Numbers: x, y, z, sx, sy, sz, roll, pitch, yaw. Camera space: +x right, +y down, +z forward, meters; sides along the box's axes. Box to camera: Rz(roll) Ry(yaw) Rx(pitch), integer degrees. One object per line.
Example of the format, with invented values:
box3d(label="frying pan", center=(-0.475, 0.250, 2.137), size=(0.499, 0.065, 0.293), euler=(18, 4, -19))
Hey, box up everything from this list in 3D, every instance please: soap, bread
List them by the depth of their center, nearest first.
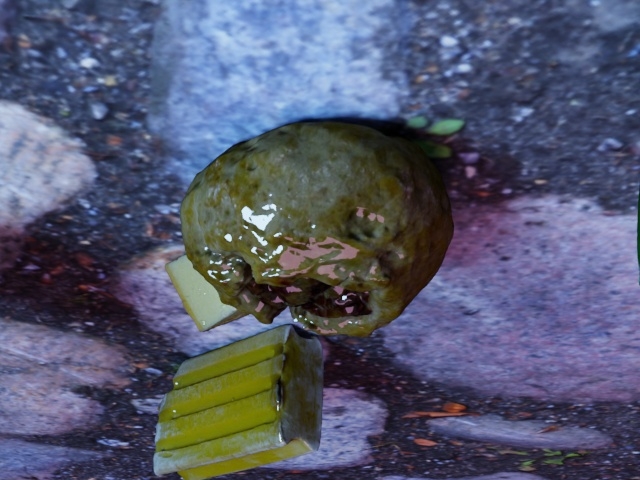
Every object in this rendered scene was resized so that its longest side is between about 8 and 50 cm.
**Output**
box3d(label="bread", center=(0.000, 0.000, 0.875), size=(0.230, 0.123, 0.230), euler=(0, 153, 0))
box3d(label="bread", center=(-0.080, 0.033, 1.058), size=(0.109, 0.080, 0.084), euler=(-21, 173, -42))
box3d(label="soap", center=(-0.101, 0.197, 1.242), size=(0.073, 0.140, 0.232), euler=(27, 144, -38))

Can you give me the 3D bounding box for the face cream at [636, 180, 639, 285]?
box3d(label="face cream", center=(0.381, -0.023, 0.584), size=(0.357, 0.312, 0.219), euler=(10, 163, 31))
